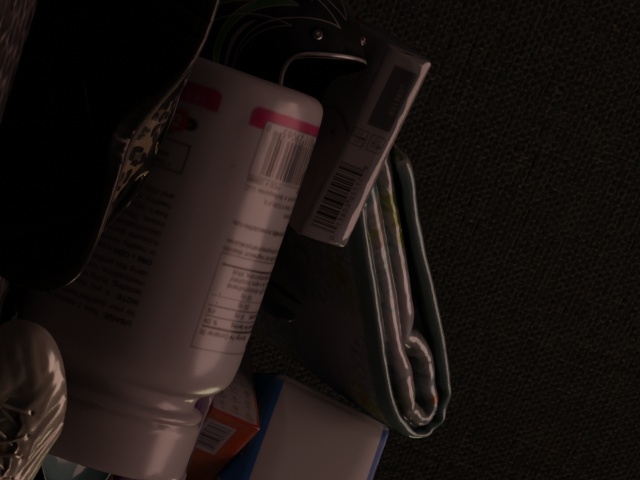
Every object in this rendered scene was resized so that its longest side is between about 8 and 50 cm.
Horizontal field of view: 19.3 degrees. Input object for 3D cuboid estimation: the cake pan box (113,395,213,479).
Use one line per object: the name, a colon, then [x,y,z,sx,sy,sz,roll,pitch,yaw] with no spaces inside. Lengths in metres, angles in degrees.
cake pan box: [-0.216,0.273,1.878,0.246,0.070,0.267,-33,-148,54]

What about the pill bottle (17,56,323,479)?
pill bottle: [-0.115,0.013,1.305,0.160,0.160,0.283,-73,-178,-88]

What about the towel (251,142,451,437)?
towel: [0.000,0.000,2.014,0.090,0.320,0.374,-26,126,-25]

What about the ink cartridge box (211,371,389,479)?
ink cartridge box: [-0.129,0.307,2.145,0.395,0.166,0.285,-5,-118,59]

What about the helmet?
helmet: [-0.050,-0.162,1.631,0.161,0.169,0.169,-61,-179,5]

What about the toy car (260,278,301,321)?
toy car: [-0.113,0.048,1.960,0.155,0.188,0.149,-71,179,-76]

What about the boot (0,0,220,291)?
boot: [-0.121,-0.094,1.104,0.178,0.085,0.236,-86,-159,-81]

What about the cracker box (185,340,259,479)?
cracker box: [-0.144,0.160,2.046,0.155,0.067,0.232,-49,-151,27]

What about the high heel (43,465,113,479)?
high heel: [-0.212,0.133,1.815,0.117,0.082,0.244,-11,-111,64]

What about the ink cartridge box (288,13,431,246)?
ink cartridge box: [0.002,-0.118,1.754,0.189,0.066,0.232,-65,-149,11]

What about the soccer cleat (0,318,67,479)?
soccer cleat: [-0.210,0.142,1.189,0.076,0.068,0.196,-64,176,-66]

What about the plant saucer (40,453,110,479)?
plant saucer: [-0.222,0.176,1.703,0.119,0.021,0.119,-23,117,-54]
